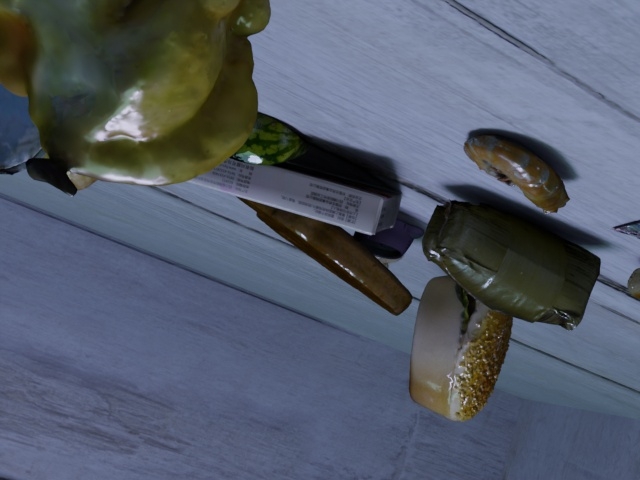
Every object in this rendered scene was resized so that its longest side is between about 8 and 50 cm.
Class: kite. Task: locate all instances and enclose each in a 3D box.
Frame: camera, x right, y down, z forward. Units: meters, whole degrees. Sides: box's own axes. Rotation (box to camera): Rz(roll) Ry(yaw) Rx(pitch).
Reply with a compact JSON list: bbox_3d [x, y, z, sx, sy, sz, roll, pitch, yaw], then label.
[{"bbox_3d":[0.473,-0.005,1.702,0.157,0.011,0.139,11,171,41],"label":"kite"}]

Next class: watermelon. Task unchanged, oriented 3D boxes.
[{"bbox_3d":[-0.109,-0.146,1.783,0.163,0.068,0.087,17,169,16],"label":"watermelon"}]

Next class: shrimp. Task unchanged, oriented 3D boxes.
[{"bbox_3d":[0.251,-0.089,1.556,0.132,0.051,0.187,34,178,42],"label":"shrimp"}]

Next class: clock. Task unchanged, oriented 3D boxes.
[{"bbox_3d":[0.118,-0.003,2.209,0.110,0.050,0.153,19,170,-5],"label":"clock"}]

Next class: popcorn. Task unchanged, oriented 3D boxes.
[{"bbox_3d":[-0.183,-0.220,1.049,0.297,0.281,0.315,20,132,21],"label":"popcorn"}]

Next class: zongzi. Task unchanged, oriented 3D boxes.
[{"bbox_3d":[0.251,0.027,1.916,0.274,0.145,0.300,26,175,-18],"label":"zongzi"}]

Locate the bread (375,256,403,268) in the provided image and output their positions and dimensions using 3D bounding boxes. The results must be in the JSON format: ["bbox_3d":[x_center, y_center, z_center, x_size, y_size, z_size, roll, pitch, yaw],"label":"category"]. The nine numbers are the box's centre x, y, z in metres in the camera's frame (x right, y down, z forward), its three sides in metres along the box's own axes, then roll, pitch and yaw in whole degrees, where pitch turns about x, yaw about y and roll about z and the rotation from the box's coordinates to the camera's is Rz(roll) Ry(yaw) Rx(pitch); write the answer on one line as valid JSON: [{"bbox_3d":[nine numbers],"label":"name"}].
[{"bbox_3d":[0.077,0.011,2.446,0.152,0.105,0.077,49,-174,28],"label":"bread"}]

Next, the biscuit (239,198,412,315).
[{"bbox_3d":[0.000,0.000,2.159,0.359,0.074,0.381,42,177,-35],"label":"biscuit"}]

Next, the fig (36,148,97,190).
[{"bbox_3d":[-0.392,-0.185,1.951,0.159,0.159,0.257,18,153,0],"label":"fig"}]

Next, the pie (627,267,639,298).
[{"bbox_3d":[0.560,0.090,1.871,0.194,0.078,0.163,21,173,-14],"label":"pie"}]

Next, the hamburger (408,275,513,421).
[{"bbox_3d":[0.274,0.201,2.361,0.170,0.301,0.302,8,168,16],"label":"hamburger"}]

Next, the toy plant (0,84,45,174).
[{"bbox_3d":[-0.534,-0.217,1.671,0.332,0.247,0.247,10,168,35],"label":"toy plant"}]

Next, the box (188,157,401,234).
[{"bbox_3d":[-0.062,-0.088,1.884,0.353,0.069,0.214,15,-174,10],"label":"box"}]
